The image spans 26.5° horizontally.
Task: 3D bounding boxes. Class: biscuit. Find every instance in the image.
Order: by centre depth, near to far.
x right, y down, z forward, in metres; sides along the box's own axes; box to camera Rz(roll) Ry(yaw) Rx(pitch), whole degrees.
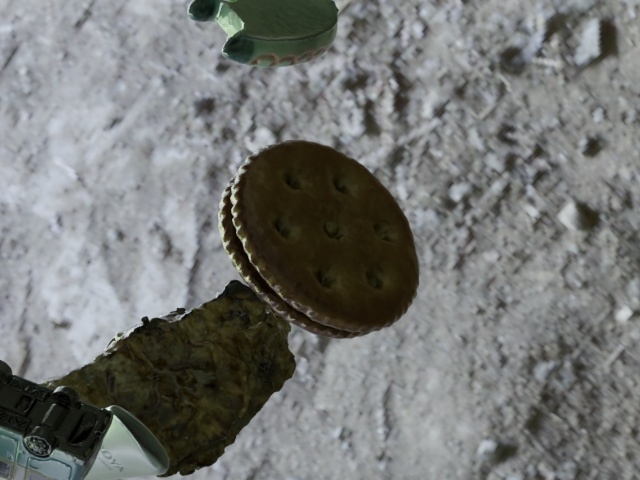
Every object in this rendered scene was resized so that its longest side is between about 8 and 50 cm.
[{"bbox_3d":[0.000,0.000,1.328,0.066,0.220,0.220,-45,46,41],"label":"biscuit"}]

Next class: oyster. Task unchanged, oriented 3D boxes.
[{"bbox_3d":[-0.178,0.162,1.524,0.396,0.111,0.204,-27,51,-33],"label":"oyster"}]

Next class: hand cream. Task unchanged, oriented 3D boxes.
[{"bbox_3d":[-0.232,0.201,1.283,0.255,0.079,0.048,-19,30,49],"label":"hand cream"}]

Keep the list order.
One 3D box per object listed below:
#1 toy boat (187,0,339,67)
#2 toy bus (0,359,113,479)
[{"bbox_3d":[-0.066,-0.261,1.669,0.134,0.207,0.079,45,130,24],"label":"toy boat"},{"bbox_3d":[-0.224,0.145,1.018,0.123,0.075,0.060,21,37,2],"label":"toy bus"}]
